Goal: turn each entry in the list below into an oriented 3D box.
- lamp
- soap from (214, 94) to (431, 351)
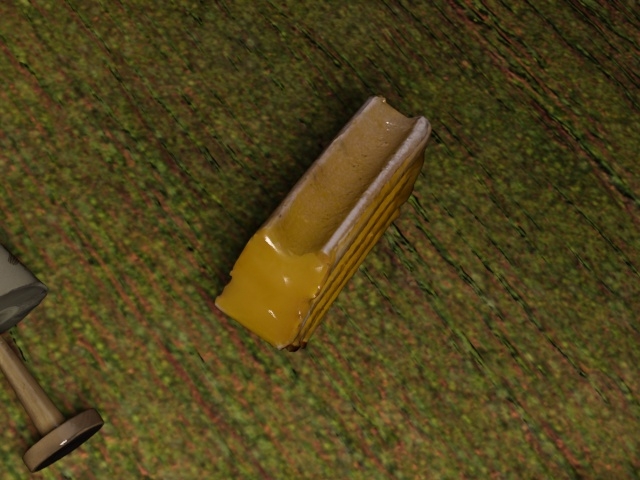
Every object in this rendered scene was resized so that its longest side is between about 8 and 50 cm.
[{"bbox_3d":[-0.267,0.085,1.177,0.121,0.121,0.215,-32,81,-33],"label":"lamp"},{"bbox_3d":[0.000,0.000,1.289,0.080,0.160,0.257,31,50,10],"label":"soap"}]
